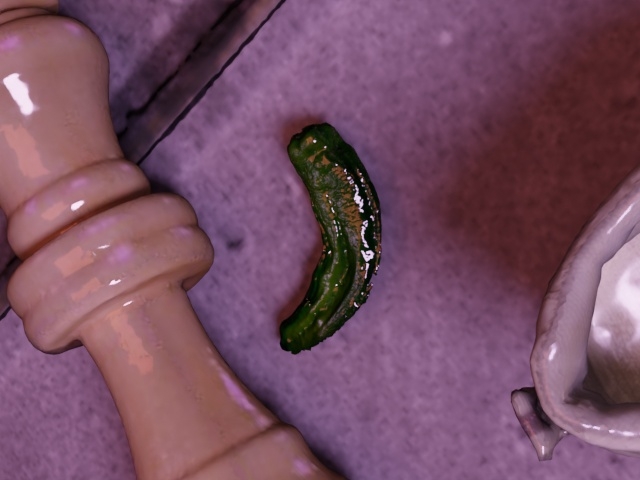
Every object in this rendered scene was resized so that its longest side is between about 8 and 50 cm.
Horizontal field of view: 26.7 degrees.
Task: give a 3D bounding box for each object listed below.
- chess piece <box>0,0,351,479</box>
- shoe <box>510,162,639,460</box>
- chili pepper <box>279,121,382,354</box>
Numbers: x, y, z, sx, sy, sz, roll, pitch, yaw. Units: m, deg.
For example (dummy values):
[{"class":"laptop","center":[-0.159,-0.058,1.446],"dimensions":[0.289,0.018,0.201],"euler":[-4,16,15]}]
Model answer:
[{"class":"chess piece","center":[-0.103,0.014,0.658],"dimensions":[0.117,0.117,0.397],"euler":[-35,79,29]},{"class":"shoe","center":[0.208,-0.023,0.418],"dimensions":[0.342,0.210,0.132],"euler":[-36,80,28]},{"class":"chili pepper","center":[0.008,0.003,0.637],"dimensions":[0.055,0.035,0.118],"euler":[22,118,37]}]
